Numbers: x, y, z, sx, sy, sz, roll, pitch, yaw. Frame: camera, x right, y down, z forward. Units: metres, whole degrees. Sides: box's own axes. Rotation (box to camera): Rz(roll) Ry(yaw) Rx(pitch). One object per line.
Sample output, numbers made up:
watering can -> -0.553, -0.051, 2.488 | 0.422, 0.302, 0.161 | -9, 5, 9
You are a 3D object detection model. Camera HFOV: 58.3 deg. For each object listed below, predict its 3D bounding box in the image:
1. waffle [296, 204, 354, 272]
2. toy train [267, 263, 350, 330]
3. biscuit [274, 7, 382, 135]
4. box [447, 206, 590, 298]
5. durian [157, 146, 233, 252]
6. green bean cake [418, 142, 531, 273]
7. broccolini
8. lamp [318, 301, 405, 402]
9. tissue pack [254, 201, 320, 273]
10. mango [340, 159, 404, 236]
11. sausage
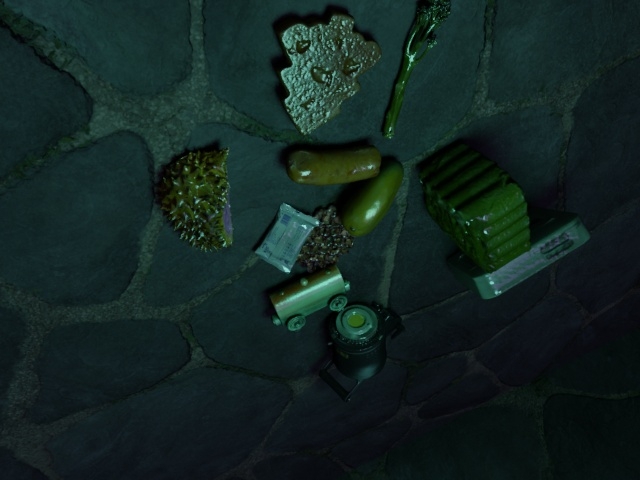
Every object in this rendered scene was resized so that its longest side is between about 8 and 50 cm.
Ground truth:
waffle -> 0.000, 0.000, 1.761 | 0.221, 0.055, 0.234 | -33, 134, 5
toy train -> -0.038, 0.179, 1.868 | 0.285, 0.116, 0.177 | -24, 138, -6
biscuit -> -0.006, -0.392, 1.356 | 0.278, 0.043, 0.301 | 7, 120, -33
box -> 0.652, 0.031, 1.949 | 0.396, 0.396, 0.111 | -31, 98, 2
durian -> -0.306, -0.075, 1.462 | 0.191, 0.112, 0.341 | -14, 139, -20
green bean cake -> 0.458, -0.086, 1.723 | 0.218, 0.335, 0.319 | -31, 134, -1
broccolini -> 0.240, -0.424, 1.454 | 0.078, 0.074, 0.392 | -2, 131, -19
lamp -> 0.128, 0.368, 2.081 | 0.374, 0.205, 0.272 | -46, 144, -7
tissue pack -> -0.101, -0.005, 1.670 | 0.122, 0.026, 0.193 | 27, 112, -11
mango -> 0.156, -0.122, 1.657 | 0.251, 0.114, 0.156 | -48, 178, 8
sausage -> 0.031, -0.202, 1.539 | 0.270, 0.109, 0.109 | -7, 134, -25
